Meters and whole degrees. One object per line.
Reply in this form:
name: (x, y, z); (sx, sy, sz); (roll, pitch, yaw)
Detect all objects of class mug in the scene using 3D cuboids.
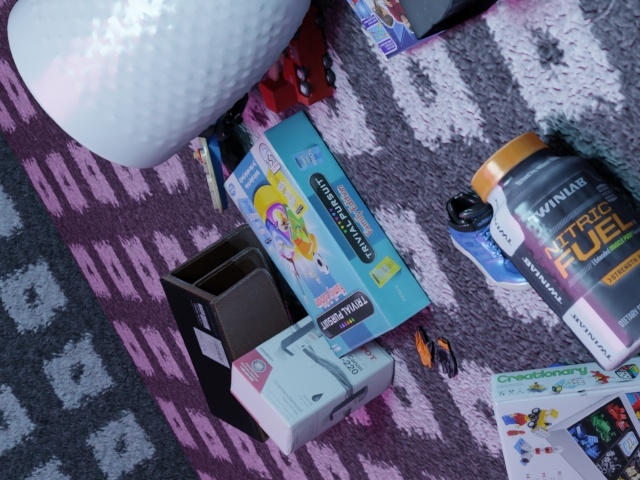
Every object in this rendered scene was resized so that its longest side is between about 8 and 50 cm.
mug: (-0.204, -0.326, 1.493); (0.328, 0.276, 0.374); (-36, 101, 27)

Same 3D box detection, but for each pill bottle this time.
pill bottle: (0.264, 0.004, 1.262); (0.245, 0.130, 0.130); (51, 156, 16)

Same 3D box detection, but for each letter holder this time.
letter holder: (-0.109, 0.151, 2.110); (0.152, 0.214, 0.302); (20, 136, 46)

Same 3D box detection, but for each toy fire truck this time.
toy fire truck: (-0.041, -0.248, 1.663); (0.135, 0.047, 0.192); (36, 148, 45)

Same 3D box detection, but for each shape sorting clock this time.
shape sorting clock: (-0.189, -0.144, 2.021); (0.206, 0.040, 0.206); (170, 90, -84)

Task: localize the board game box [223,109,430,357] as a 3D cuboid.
board game box: (0.000, 0.000, 1.856); (0.336, 0.079, 0.254); (57, 157, 3)

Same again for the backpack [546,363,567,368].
backpack: (0.304, 0.227, 1.509); (0.120, 0.101, 0.098); (62, 164, -19)

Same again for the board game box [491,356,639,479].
board game box: (0.319, 0.273, 1.438); (0.053, 0.193, 0.305); (-81, -20, -54)

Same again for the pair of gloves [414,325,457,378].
pair of gloves: (0.170, 0.165, 1.812); (0.083, 0.010, 0.074); (24, 139, 49)

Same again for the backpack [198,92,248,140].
backpack: (-0.262, -0.289, 1.839); (0.276, 0.213, 0.263); (20, 112, 52)

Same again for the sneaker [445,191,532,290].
sneaker: (0.204, -0.004, 1.465); (0.152, 0.058, 0.084); (43, 163, 45)

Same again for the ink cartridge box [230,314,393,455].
ink cartridge box: (-0.013, 0.218, 1.981); (0.158, 0.218, 0.092); (44, 148, 28)

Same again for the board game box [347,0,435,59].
board game box: (0.091, -0.283, 1.345); (0.136, 0.035, 0.201); (54, 158, -11)

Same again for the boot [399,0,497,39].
boot: (0.019, -0.395, 1.192); (0.445, 0.146, 0.367); (56, 147, -2)

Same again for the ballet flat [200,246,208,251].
ballet flat: (-0.193, 0.071, 2.332); (0.248, 0.086, 0.086); (18, 135, 57)
